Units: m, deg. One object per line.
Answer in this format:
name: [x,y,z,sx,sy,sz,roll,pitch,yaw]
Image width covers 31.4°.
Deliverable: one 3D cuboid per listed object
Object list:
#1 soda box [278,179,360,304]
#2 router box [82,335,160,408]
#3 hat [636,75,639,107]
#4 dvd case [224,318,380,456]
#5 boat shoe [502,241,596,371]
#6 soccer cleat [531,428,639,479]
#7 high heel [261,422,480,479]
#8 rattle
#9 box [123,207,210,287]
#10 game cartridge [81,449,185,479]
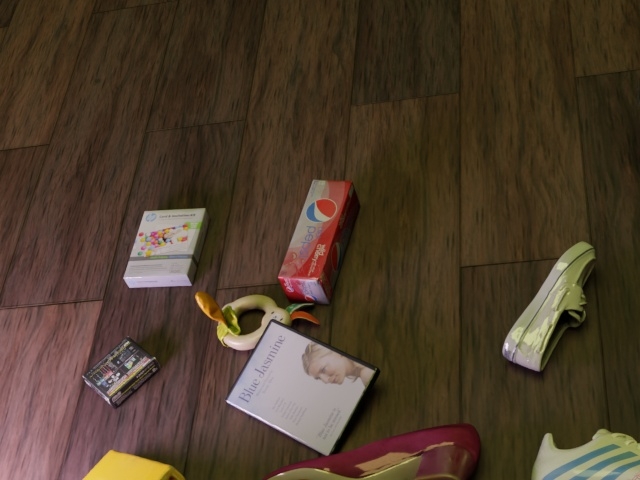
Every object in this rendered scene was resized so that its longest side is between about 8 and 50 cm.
soda box: [0.000,0.000,2.287,0.092,0.083,0.263,3,51,20]
router box: [-0.387,0.256,2.219,0.122,0.038,0.092,-42,50,-19]
hat: [0.772,-0.242,2.213,0.331,0.134,0.331,-1,64,2]
dvd case: [-0.035,0.265,2.075,0.253,0.022,0.180,22,77,32]
boat shoe: [0.432,0.119,2.036,0.088,0.096,0.267,28,64,30]
soccer cleat: [0.498,0.358,1.788,0.331,0.116,0.143,-1,50,18]
high heel: [0.085,0.390,1.933,0.377,0.127,0.181,-5,20,19]
rattle: [-0.116,0.124,2.184,0.200,0.142,0.130,-8,30,20]
box: [-0.323,0.015,2.410,0.145,0.038,0.186,-2,49,16]
game cartridge: [-0.383,0.481,1.903,0.285,0.052,0.324,-48,16,-22]
